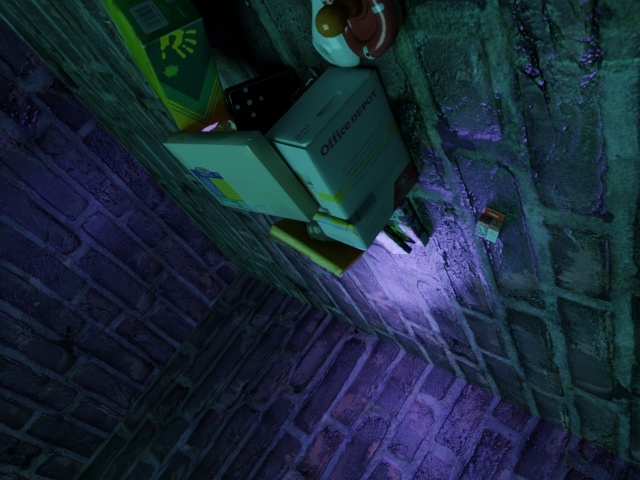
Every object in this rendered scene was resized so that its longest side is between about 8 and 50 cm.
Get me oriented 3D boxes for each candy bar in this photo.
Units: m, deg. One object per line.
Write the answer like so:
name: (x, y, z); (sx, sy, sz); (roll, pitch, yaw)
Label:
candy bar: (0.029, -0.047, 1.265); (0.162, 0.018, 0.040); (21, 156, 38)

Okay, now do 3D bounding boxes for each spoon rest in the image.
spoon rest: (-0.004, -0.482, 1.072); (0.276, 0.084, 0.137); (39, -176, -37)

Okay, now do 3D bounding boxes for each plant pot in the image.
plant pot: (0.067, -0.066, 1.829); (0.165, 0.166, 0.167); (8, 147, 40)
plant pot: (-0.176, -0.381, 1.424); (0.167, 0.188, 0.188); (42, 153, 51)

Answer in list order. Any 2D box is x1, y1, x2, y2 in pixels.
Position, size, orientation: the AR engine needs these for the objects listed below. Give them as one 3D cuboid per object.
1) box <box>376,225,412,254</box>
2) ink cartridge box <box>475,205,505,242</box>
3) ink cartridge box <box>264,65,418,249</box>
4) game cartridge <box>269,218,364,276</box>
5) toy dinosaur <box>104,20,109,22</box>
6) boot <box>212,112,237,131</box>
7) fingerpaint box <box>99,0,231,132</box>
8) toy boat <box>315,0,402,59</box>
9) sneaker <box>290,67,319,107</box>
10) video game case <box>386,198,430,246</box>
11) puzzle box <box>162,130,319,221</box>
box: (0.242, -0.001, 1.728); (0.137, 0.027, 0.094); (40, 162, -22)
ink cartridge box: (0.462, -0.043, 1.356); (0.063, 0.029, 0.115); (29, 160, 23)
ink cartridge box: (0.071, -0.208, 1.277); (0.161, 0.279, 0.384); (23, 156, 40)
game cartridge: (0.000, 0.000, 1.961); (0.324, 0.285, 0.052); (34, 118, 12)
toy dinosaur: (-0.659, -0.747, 1.675); (0.183, 0.053, 0.092); (-5, 120, 53)
boot: (-0.330, -0.403, 1.875); (0.281, 0.096, 0.264); (31, 154, -7)
fingerpaint box: (-0.439, -0.554, 1.334); (0.444, 0.163, 0.371); (54, 167, 20)
toy boat: (0.047, -0.444, 0.950); (0.231, 0.151, 0.151); (48, 159, -29)
sneaker: (-0.047, -0.381, 1.328); (0.061, 0.065, 0.157); (48, 141, 31)
video game case: (0.230, -0.076, 1.669); (0.232, 0.041, 0.210); (17, 155, 45)
puzzle box: (-0.219, -0.176, 1.313); (0.409, 0.052, 0.272); (13, 153, 45)
